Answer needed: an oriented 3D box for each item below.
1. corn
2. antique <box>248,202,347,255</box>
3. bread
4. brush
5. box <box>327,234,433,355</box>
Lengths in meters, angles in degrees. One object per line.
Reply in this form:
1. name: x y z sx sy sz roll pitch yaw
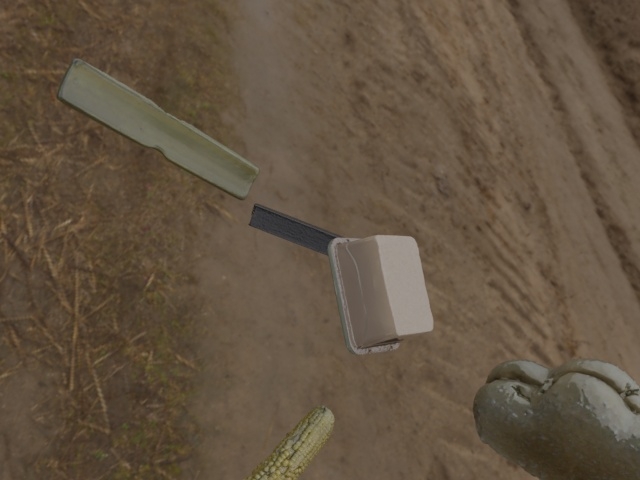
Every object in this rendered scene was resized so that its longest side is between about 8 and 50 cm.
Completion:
1. corn: -0.073 0.460 1.497 0.086 0.086 0.288 47 63 -2
2. antique: 0.000 0.000 0.934 0.192 0.031 0.015 22 14 0
3. bread: 0.352 0.248 0.870 0.337 0.183 0.102 31 47 20
4. brush: -0.190 -0.127 0.880 0.282 0.048 0.054 29 81 -43
5. box: 0.064 0.051 0.738 0.089 0.062 0.122 3 74 -49
